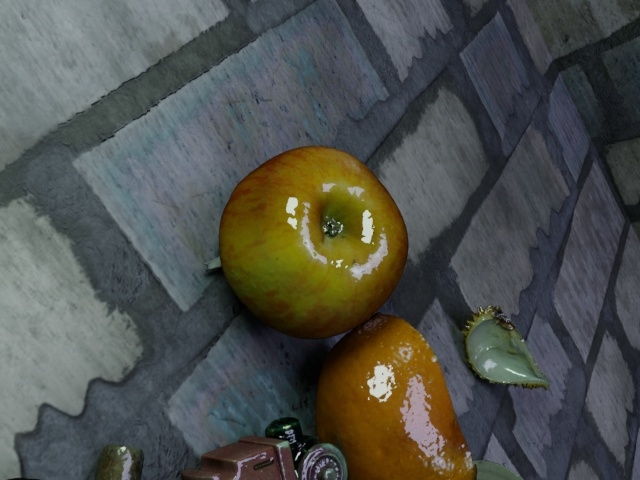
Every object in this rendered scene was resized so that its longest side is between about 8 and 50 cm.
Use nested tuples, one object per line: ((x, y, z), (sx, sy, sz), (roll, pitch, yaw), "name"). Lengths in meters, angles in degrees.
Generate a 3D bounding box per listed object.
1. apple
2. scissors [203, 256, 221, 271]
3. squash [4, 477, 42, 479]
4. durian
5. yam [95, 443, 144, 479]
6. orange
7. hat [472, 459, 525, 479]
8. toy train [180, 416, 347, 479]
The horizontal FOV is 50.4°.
((0.000, 0.000, 1.034), (0.301, 0.301, 0.302), (19, 64, -43), "apple")
((-0.117, 0.021, 1.116), (0.212, 0.021, 0.110), (-18, 94, -49), "scissors")
((-0.315, 0.327, 0.683), (0.193, 0.156, 0.193), (-10, 117, -20), "squash")
((0.413, 0.243, 1.538), (0.144, 0.139, 0.252), (-39, 106, -52), "durian")
((-0.260, 0.376, 0.808), (0.061, 0.061, 0.253), (28, 58, -39), "yam")
((0.112, 0.302, 1.094), (0.310, 0.274, 0.274), (52, 45, -15), "orange")
((0.308, 0.552, 1.327), (0.110, 0.252, 0.252), (84, 2, -76), "hat")
((-0.061, 0.416, 0.962), (0.221, 0.150, 0.304), (-11, 87, -39), "toy train")
